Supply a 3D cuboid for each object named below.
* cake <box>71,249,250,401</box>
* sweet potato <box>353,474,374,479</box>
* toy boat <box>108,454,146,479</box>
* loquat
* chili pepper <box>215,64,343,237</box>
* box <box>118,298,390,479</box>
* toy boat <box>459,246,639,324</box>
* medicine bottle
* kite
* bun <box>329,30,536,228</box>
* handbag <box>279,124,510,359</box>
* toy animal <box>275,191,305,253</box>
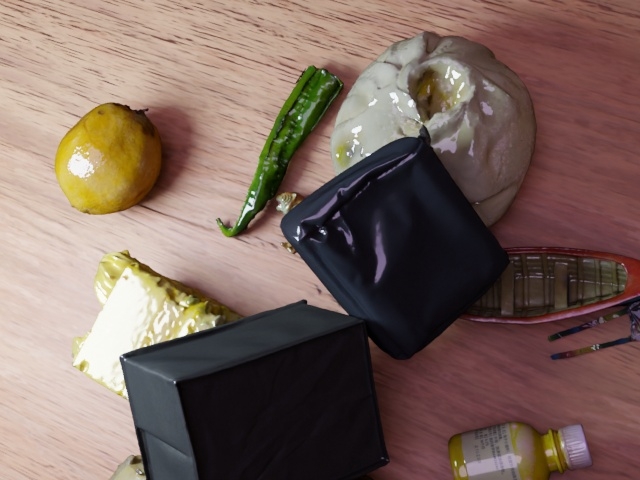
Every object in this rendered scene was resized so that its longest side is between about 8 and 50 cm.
[{"bbox_3d":[-0.293,0.168,1.692,0.286,0.222,0.227,25,85,18],"label":"cake"},{"bbox_3d":[-0.047,0.441,1.607,0.369,0.158,0.158,9,82,17],"label":"sweet potato"},{"bbox_3d":[-0.391,0.557,1.663,0.445,0.162,0.136,-48,41,-15],"label":"toy boat"},{"bbox_3d":[-0.391,-0.155,1.795,0.176,0.187,0.234,28,80,29],"label":"loquat"},{"bbox_3d":[-0.082,-0.160,1.773,0.085,0.076,0.359,32,88,15],"label":"chili pepper"},{"bbox_3d":[-0.098,0.263,1.498,0.345,0.204,0.251,-16,104,-29],"label":"box"},{"bbox_3d":[0.367,0.078,1.585,0.392,0.079,0.136,-3,67,19],"label":"toy boat"},{"bbox_3d":[0.320,0.348,1.536,0.212,0.122,0.122,-16,76,12],"label":"medicine bottle"},{"bbox_3d":[0.499,0.117,1.587,0.285,0.015,0.152,-17,73,11],"label":"kite"},{"bbox_3d":[0.185,-0.179,1.624,0.365,0.219,0.365,-4,79,19],"label":"bun"},{"bbox_3d":[0.121,-0.004,1.535,0.275,0.178,0.302,-42,110,-5],"label":"handbag"},{"bbox_3d":[0.000,0.000,1.726,0.241,0.057,0.099,34,90,19],"label":"toy animal"}]
